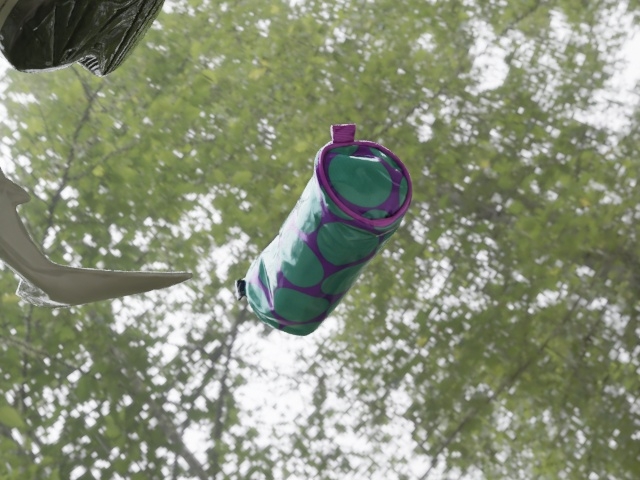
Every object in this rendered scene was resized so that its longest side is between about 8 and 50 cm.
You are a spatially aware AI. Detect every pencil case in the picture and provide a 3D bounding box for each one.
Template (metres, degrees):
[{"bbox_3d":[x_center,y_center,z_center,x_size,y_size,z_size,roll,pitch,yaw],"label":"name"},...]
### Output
[{"bbox_3d":[0.000,0.000,0.593,0.064,0.070,0.151,-5,-28,-27],"label":"pencil case"}]

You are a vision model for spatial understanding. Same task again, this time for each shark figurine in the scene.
[{"bbox_3d":[-0.170,-0.082,0.466,0.116,0.166,0.278,-31,-90,2],"label":"shark figurine"}]

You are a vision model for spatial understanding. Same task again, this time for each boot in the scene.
[{"bbox_3d":[-0.215,-0.195,0.658,0.085,0.179,0.236,-54,-1,15],"label":"boot"}]
